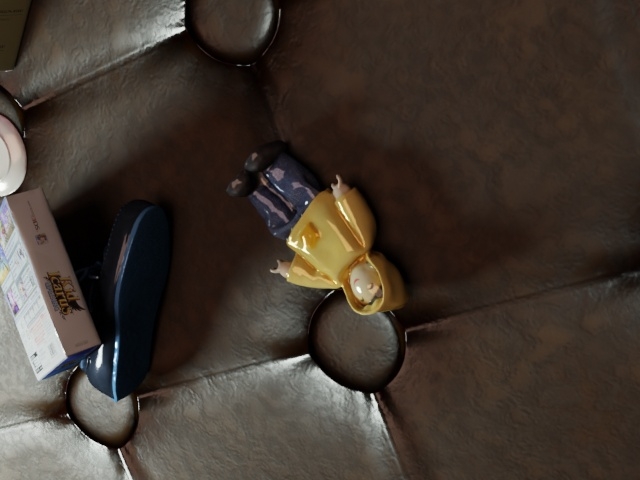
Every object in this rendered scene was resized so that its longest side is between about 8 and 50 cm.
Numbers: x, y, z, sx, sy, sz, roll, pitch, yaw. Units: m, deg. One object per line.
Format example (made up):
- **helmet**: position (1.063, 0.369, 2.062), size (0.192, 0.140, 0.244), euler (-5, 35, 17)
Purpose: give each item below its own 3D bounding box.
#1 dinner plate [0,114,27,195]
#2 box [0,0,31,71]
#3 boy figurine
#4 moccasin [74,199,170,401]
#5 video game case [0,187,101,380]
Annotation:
- **dinner plate**: position (-0.542, -0.141, 1.529), size (0.141, 0.017, 0.141), euler (8, 109, 24)
- **box**: position (-0.531, -0.370, 1.346), size (0.117, 0.213, 0.243), euler (31, 115, 14)
- **boy figurine**: position (0.000, 0.000, 1.272), size (0.285, 0.092, 0.177), euler (47, 115, 10)
- **moccasin**: position (-0.323, 0.091, 1.424), size (0.117, 0.138, 0.342), euler (25, 112, 22)
- **video game case**: position (-0.427, 0.075, 1.419), size (0.269, 0.061, 0.244), euler (-31, 81, 61)
